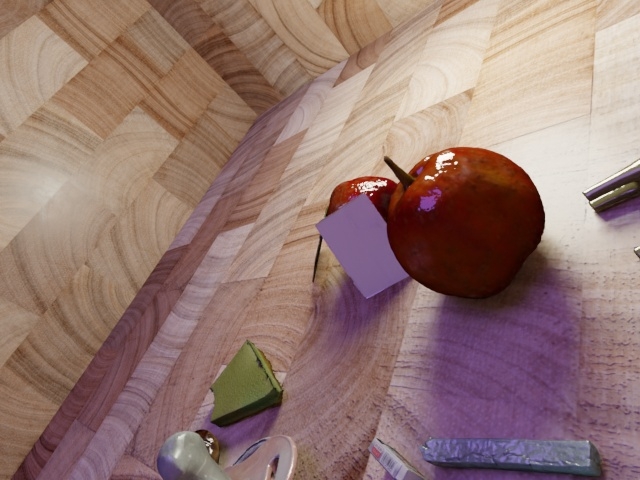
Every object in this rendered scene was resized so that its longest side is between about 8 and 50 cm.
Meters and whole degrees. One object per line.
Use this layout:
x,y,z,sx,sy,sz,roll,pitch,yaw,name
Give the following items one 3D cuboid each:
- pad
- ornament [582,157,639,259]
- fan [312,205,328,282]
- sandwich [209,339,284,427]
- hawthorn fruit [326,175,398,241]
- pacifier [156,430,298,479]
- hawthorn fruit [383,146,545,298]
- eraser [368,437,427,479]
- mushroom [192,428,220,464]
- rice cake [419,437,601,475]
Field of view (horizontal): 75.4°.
0.107,0.017,0.997,0.156,0.232,0.004,-33,6,23,pad
0.578,-0.070,0.626,0.245,0.061,0.230,-36,32,26,ornament
0.001,0.000,1.174,0.335,0.011,0.229,94,-173,-75,fan
-0.205,0.410,1.091,0.212,0.063,0.245,-52,28,-2,sandwich
0.138,-0.064,1.068,0.250,0.215,0.215,13,64,43,hawthorn fruit
-0.185,0.492,0.804,0.332,0.273,0.220,-39,46,16,pacifier
0.242,-0.055,0.782,0.287,0.330,0.287,-50,16,20,hawthorn fruit
0.124,0.364,0.671,0.029,0.052,0.122,-56,12,-12,eraser
-0.296,0.550,1.015,0.135,0.080,0.170,-57,28,8,mushroom
0.260,0.309,0.597,0.245,0.045,0.042,-21,40,38,rice cake
